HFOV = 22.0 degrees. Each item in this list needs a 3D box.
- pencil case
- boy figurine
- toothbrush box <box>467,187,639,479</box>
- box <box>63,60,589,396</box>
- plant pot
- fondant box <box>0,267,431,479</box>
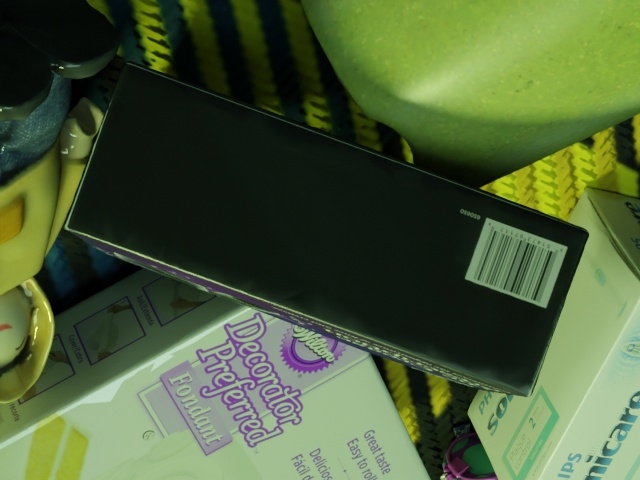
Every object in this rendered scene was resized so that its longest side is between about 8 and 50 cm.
[{"bbox_3d":[0.119,0.219,1.286,0.070,0.064,0.152,-7,127,-16],"label":"pencil case"},{"bbox_3d":[-0.192,-0.010,0.919,0.177,0.092,0.285,-38,156,-41],"label":"boy figurine"},{"bbox_3d":[0.292,0.104,1.219,0.295,0.126,0.216,12,120,-23],"label":"toothbrush box"},{"bbox_3d":[0.000,0.000,0.942,0.261,0.184,0.103,20,88,-1],"label":"box"},{"bbox_3d":[0.134,-0.165,0.915,0.254,0.276,0.276,-34,128,23],"label":"plant pot"},{"bbox_3d":[-0.114,0.152,1.126,0.330,0.096,0.238,-30,128,-5],"label":"fondant box"}]
